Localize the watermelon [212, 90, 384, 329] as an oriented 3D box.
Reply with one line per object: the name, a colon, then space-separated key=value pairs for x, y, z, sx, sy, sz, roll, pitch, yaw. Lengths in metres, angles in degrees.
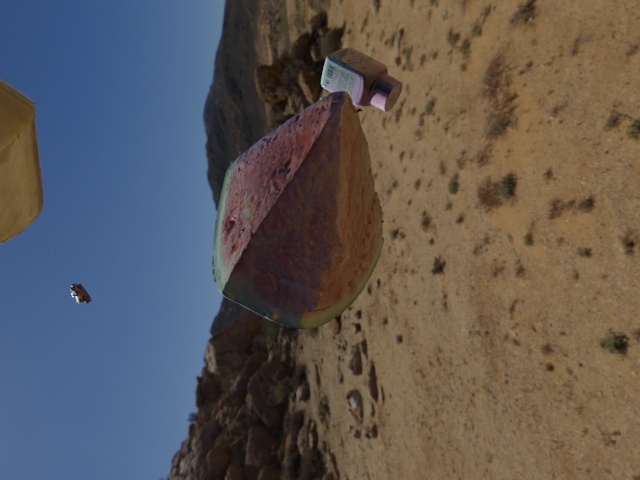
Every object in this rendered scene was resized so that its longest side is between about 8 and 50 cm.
watermelon: x=-0.056 y=-0.046 z=0.584 sx=0.283 sy=0.250 sz=0.293 roll=-65 pitch=-30 yaw=-55

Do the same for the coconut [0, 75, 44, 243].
coconut: x=-0.379 y=-0.095 z=0.407 sx=0.202 sy=0.202 sz=0.222 roll=-99 pitch=21 yaw=-47

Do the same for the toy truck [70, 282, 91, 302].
toy truck: x=-0.604 y=0.134 z=1.081 sx=0.083 sy=0.032 sz=0.024 roll=29 pitch=124 yaw=42

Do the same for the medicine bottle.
medicine bottle: x=0.109 y=-0.407 z=1.097 sx=0.119 sy=0.188 sz=0.094 roll=-41 pitch=-22 yaw=-40
